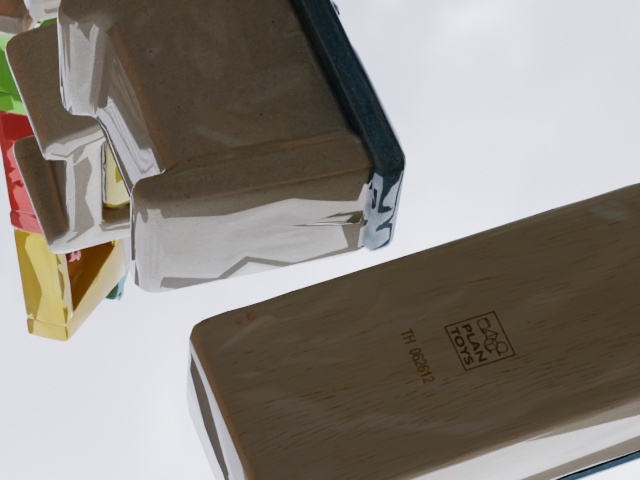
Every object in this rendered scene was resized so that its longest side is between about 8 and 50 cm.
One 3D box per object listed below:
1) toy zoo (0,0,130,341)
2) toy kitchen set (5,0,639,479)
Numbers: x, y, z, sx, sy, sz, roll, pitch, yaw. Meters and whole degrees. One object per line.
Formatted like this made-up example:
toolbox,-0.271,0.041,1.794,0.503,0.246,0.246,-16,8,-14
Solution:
toy zoo,-0.145,-0.072,1.261,0.030,0.293,0.192,11,-139,15
toy kitchen set,0.000,0.000,0.545,0.122,0.166,0.207,-16,-117,-15
